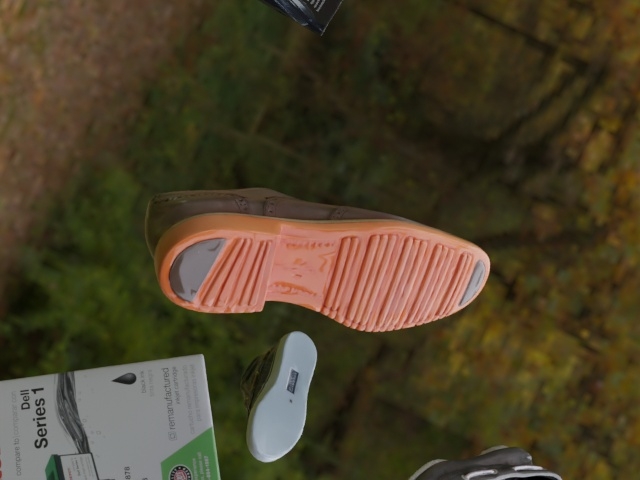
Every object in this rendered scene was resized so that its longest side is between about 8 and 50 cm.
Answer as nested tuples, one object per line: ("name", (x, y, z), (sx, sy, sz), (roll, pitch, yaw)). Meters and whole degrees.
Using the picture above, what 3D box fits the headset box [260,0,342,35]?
("headset box", (-0.056, -0.320, 1.225), (0.246, 0.283, 0.131), (-64, -174, -27))

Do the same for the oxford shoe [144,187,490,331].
("oxford shoe", (0.000, 0.000, 1.854), (0.130, 0.363, 0.133), (-68, -151, 27))

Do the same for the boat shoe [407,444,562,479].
("boat shoe", (0.193, 0.327, 2.295), (0.335, 0.095, 0.112), (-14, 115, -54))

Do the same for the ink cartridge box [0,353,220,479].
("ink cartridge box", (-0.202, 0.203, 1.660), (0.092, 0.219, 0.160), (91, -10, -59))

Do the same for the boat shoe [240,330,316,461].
("boat shoe", (-0.060, 0.192, 2.136), (0.083, 0.065, 0.183), (-36, -156, 41))
